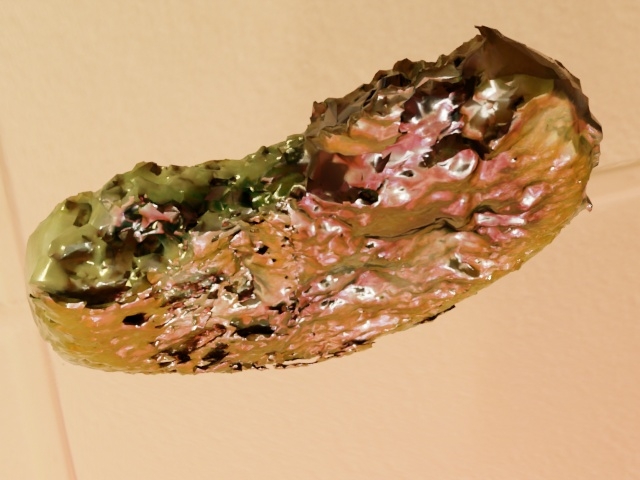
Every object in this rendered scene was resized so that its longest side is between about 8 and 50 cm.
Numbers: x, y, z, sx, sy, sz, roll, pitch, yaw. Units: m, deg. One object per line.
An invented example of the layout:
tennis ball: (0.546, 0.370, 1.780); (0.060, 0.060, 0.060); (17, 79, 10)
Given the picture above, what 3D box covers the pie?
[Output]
pie: (0.000, 0.000, 0.752); (0.371, 0.296, 0.078); (-24, -115, 19)
